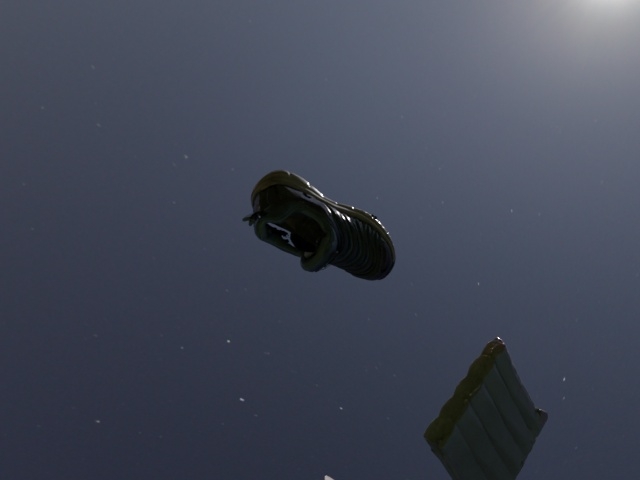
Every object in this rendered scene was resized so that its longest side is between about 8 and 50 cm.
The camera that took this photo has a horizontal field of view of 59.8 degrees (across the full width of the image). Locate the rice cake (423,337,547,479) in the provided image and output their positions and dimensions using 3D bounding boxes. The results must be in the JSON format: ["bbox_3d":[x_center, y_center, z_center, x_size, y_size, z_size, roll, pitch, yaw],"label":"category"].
[{"bbox_3d":[0.229,0.257,0.751,0.189,0.198,0.037,-52,-147,-16],"label":"rice cake"}]

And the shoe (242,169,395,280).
[{"bbox_3d":[0.000,0.000,0.696,0.091,0.207,0.106,-50,-159,37],"label":"shoe"}]

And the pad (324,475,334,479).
[{"bbox_3d":[0.072,0.394,0.801,0.157,0.112,0.003,30,-96,6],"label":"pad"}]
